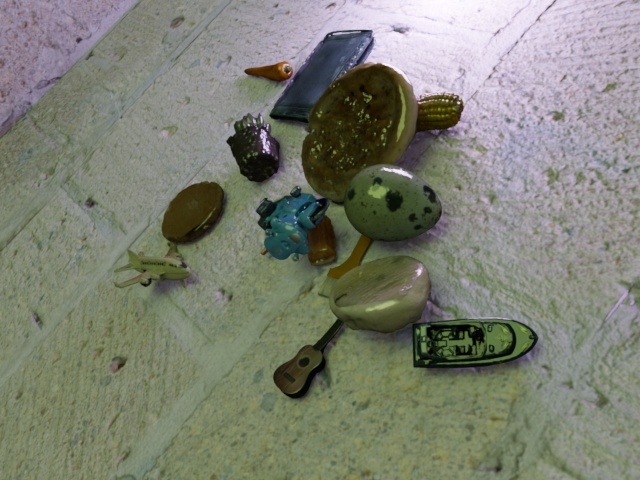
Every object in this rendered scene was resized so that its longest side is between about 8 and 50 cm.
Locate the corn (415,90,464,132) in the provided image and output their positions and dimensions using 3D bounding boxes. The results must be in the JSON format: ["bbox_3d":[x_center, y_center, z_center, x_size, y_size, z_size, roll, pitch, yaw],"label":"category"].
[{"bbox_3d":[0.221,-0.326,1.626,0.313,0.102,0.102,1,59,35],"label":"corn"}]

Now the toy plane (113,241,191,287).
[{"bbox_3d":[-0.454,0.078,1.755,0.244,0.092,0.229,13,36,28],"label":"toy plane"}]

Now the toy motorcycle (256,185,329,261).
[{"bbox_3d":[-0.081,-0.042,1.551,0.182,0.123,0.272,-50,23,-11],"label":"toy motorcycle"}]

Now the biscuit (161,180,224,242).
[{"bbox_3d":[-0.379,-0.085,1.872,0.226,0.042,0.225,-19,49,23],"label":"biscuit"}]

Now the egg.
[{"bbox_3d":[0.163,-0.082,1.429,0.228,0.177,0.177,15,66,25],"label":"egg"}]

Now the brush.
[{"bbox_3d":[0.094,0.026,1.505,0.103,0.013,0.272,15,66,39],"label":"brush"}]

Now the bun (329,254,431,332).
[{"bbox_3d":[0.134,0.122,1.318,0.210,0.116,0.237,-33,27,-22],"label":"bun"}]

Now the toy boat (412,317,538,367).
[{"bbox_3d":[0.286,0.194,1.196,0.246,0.103,0.092,-8,66,24],"label":"toy boat"}]

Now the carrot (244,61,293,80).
[{"bbox_3d":[-0.176,-0.557,2.091,0.257,0.061,0.061,12,64,48],"label":"carrot"}]

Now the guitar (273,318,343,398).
[{"bbox_3d":[0.005,0.230,1.392,0.084,0.038,0.271,31,72,38],"label":"guitar"}]

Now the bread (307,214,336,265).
[{"bbox_3d":[0.000,0.000,1.557,0.074,0.053,0.132,-23,45,16],"label":"bread"}]

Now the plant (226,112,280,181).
[{"bbox_3d":[-0.191,-0.270,1.831,0.129,0.132,0.194,-23,53,12],"label":"plant"}]

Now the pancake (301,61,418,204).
[{"bbox_3d":[0.081,-0.279,1.618,0.382,0.071,0.382,-16,67,42],"label":"pancake"}]

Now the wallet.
[{"bbox_3d":[0.009,-0.492,1.908,0.237,0.075,0.342,18,71,47],"label":"wallet"}]
